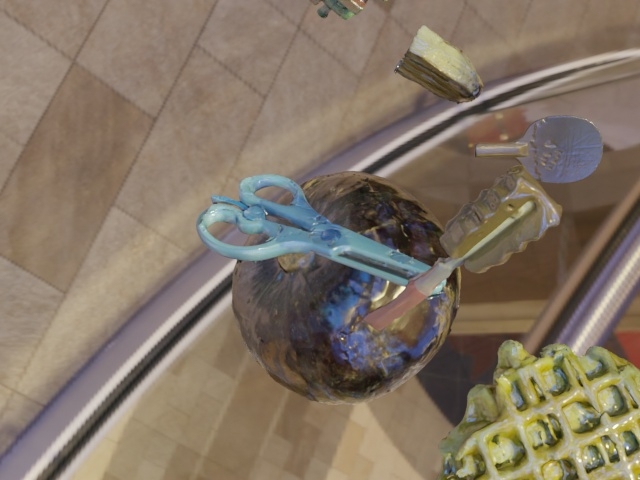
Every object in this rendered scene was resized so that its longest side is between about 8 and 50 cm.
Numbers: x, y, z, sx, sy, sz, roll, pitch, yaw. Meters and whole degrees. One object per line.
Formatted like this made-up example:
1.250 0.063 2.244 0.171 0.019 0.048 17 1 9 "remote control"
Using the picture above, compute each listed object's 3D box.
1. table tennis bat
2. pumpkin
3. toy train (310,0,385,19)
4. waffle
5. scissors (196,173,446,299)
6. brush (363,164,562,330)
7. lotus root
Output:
0.400 -0.167 1.866 0.234 0.022 0.131 0 113 1 "table tennis bat"
0.048 0.089 1.930 0.344 0.454 0.455 38 63 -46 "pumpkin"
-0.006 -0.515 1.813 0.304 0.221 0.150 39 55 -14 "toy train"
0.274 0.270 1.115 0.297 0.073 0.317 25 77 7 "waffle"
0.000 0.000 1.454 0.180 0.392 0.032 -49 149 -35 "scissors"
0.152 0.027 1.200 0.084 0.301 0.071 43 36 -8 "brush"
0.198 -0.283 1.637 0.144 0.143 0.070 30 83 -9 "lotus root"
